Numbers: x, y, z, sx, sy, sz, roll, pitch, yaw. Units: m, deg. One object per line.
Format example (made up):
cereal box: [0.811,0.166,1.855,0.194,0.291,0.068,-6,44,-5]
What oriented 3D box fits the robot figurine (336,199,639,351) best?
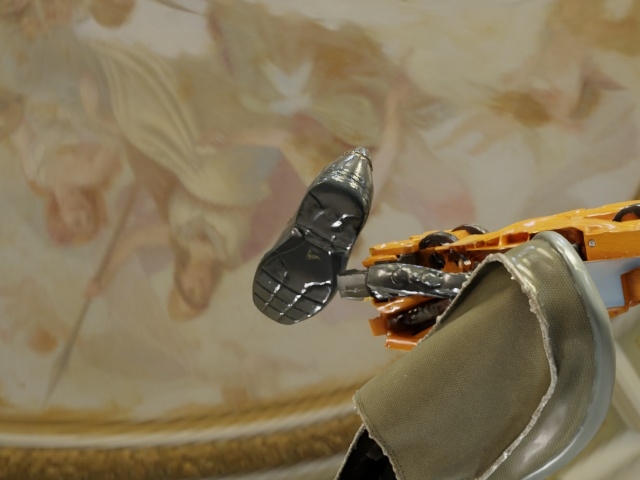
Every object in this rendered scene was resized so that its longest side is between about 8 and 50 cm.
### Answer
robot figurine: [0.156,0.024,1.159,0.211,0.291,0.085,-13,-87,-52]

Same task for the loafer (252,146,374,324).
loafer: [0.000,0.000,1.238,0.062,0.061,0.170,33,-45,-3]

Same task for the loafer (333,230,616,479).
loafer: [0.069,0.095,0.854,0.087,0.094,0.251,-8,-38,-28]
